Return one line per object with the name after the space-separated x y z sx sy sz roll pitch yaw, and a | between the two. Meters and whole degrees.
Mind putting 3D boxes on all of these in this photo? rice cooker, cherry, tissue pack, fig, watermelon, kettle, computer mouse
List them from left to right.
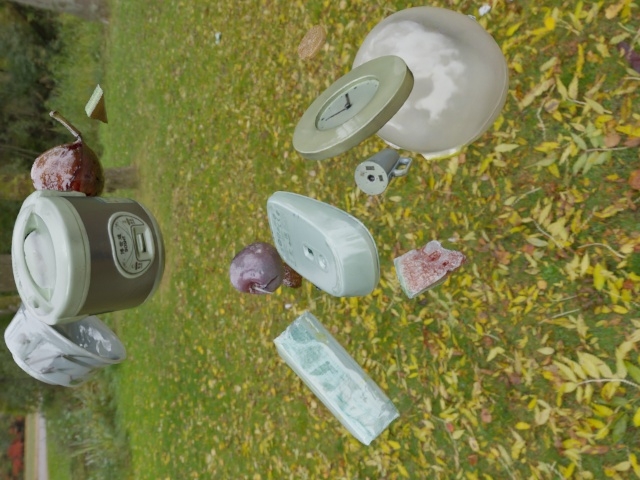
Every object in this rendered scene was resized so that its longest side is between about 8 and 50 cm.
-0.735 -0.228 1.397 0.203 0.186 0.250 19 85 18 | fig
-0.525 0.032 1.040 0.288 0.277 0.289 1 92 36 | rice cooker
-0.247 0.114 1.812 0.266 0.213 0.184 -86 5 -48 | cherry
0.006 -0.002 0.831 0.288 0.097 0.160 31 140 52 | computer mouse
0.039 0.412 1.416 0.388 0.162 0.287 46 167 10 | tissue pack
0.300 -0.329 2.111 0.210 0.243 0.160 5 123 31 | kettle
0.223 0.057 0.991 0.098 0.121 0.158 61 169 12 | watermelon

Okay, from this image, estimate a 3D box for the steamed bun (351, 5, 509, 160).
0.252 -0.376 1.110 0.374 0.333 0.334 35 119 28 | steamed bun

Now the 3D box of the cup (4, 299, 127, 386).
-0.756 0.300 1.344 0.163 0.347 0.347 -51 35 -9 | cup

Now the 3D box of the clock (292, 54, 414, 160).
0.051 -0.227 0.798 0.235 0.029 0.235 -29 35 23 | clock

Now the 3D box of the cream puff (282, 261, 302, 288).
-0.135 0.148 2.003 0.084 0.149 0.149 -59 40 10 | cream puff

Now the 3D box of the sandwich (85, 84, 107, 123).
-0.819 -0.513 1.746 0.116 0.074 0.074 -51 54 18 | sandwich

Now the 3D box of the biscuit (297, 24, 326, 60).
-0.034 -0.819 1.923 0.220 0.028 0.142 11 86 59 | biscuit
